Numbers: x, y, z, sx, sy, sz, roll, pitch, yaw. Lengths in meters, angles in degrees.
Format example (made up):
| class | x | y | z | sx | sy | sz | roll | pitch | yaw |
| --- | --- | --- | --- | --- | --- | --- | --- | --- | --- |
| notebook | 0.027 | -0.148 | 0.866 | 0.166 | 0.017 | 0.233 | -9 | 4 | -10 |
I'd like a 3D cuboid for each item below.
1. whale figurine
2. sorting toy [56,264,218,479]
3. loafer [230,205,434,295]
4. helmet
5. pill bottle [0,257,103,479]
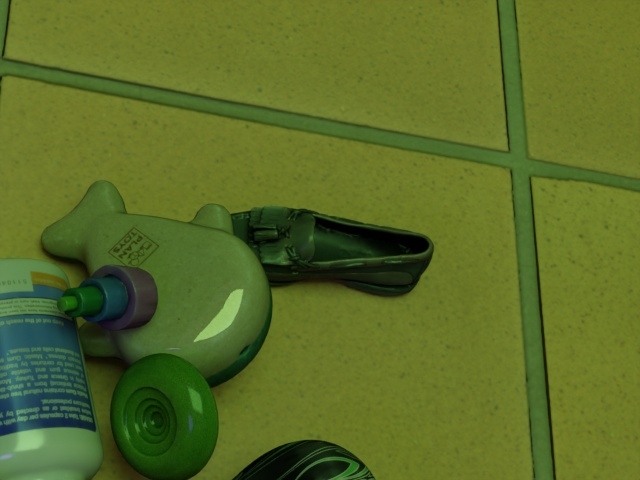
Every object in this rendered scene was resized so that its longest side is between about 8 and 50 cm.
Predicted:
| class | x | y | z | sx | sy | sz | roll | pitch | yaw |
| --- | --- | --- | --- | --- | --- | --- | --- | --- | --- |
| whale figurine | -0.172 | 0.050 | 1.525 | 0.272 | 0.141 | 0.216 | 34 | 72 | 26 |
| sorting toy | -0.174 | 0.199 | 1.345 | 0.126 | 0.127 | 0.365 | -5 | 75 | -57 |
| loafer | 0.000 | 0.000 | 1.629 | 0.267 | 0.084 | 0.096 | 7 | 61 | -18 |
| helmet | -0.014 | 0.279 | 1.440 | 0.161 | 0.169 | 0.169 | -24 | 74 | -12 |
| pill bottle | -0.295 | 0.167 | 1.384 | 0.152 | 0.152 | 0.272 | -5 | 65 | -23 |
